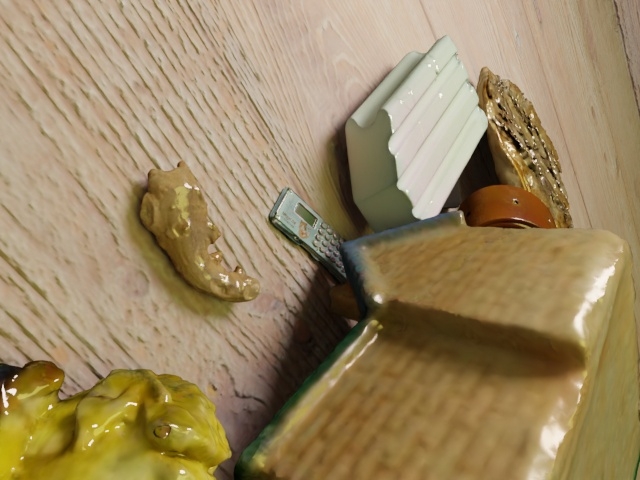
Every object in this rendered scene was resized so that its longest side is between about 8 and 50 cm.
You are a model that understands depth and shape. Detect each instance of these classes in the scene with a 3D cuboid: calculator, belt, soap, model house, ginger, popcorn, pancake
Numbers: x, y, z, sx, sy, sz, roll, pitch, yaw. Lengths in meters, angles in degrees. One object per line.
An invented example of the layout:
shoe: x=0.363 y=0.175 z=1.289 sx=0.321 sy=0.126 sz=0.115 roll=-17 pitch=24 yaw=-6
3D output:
calculator: x=0.000 y=0.000 z=0.614 sx=0.172 sy=0.018 sz=0.057 roll=42 pitch=58 yaw=-32
belt: x=0.342 y=0.021 z=0.822 sx=0.261 sy=0.184 sz=0.105 roll=52 pitch=31 yaw=-39
soap: x=0.143 y=-0.159 z=0.676 sx=0.173 sy=0.095 sz=0.289 roll=54 pitch=53 yaw=-25
model house: x=0.121 y=0.201 z=0.505 sx=0.382 sy=0.342 sz=0.335 roll=-39 pitch=120 yaw=-36
ginger: x=-0.129 y=0.003 z=0.471 sx=0.069 sy=0.051 sz=0.173 roll=-41 pitch=119 yaw=-32
popcorn: x=-0.173 y=0.177 z=0.334 sx=0.195 sy=0.168 sz=0.173 roll=10 pitch=116 yaw=-33
pancake: x=0.428 y=-0.193 z=0.947 sx=0.382 sy=0.071 sz=0.382 roll=29 pitch=49 yaw=-39

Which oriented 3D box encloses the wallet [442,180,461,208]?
wallet: x=0.166 y=-0.112 z=0.775 sx=0.244 sy=0.025 sz=0.124 roll=-8 pitch=90 yaw=-44
